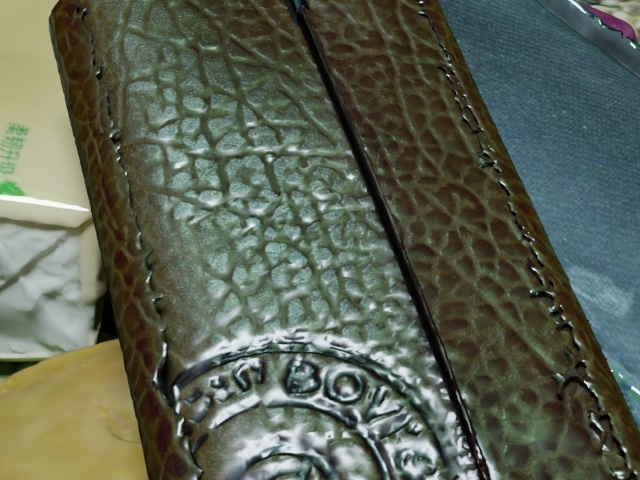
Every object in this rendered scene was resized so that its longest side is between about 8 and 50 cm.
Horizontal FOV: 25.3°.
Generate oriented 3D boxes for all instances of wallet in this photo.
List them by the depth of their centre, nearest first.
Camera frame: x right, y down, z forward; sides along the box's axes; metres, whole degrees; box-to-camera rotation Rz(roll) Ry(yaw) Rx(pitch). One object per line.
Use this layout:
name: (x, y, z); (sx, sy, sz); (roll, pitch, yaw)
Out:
wallet: (0.000, 0.000, 0.419); (0.133, 0.039, 0.243); (-12, 53, -7)
wallet: (0.095, -0.007, 0.536); (0.237, 0.075, 0.342); (-20, 51, -43)

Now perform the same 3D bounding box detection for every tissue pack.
tissue pack: (-0.161, -0.048, 0.583); (0.186, 0.090, 0.222); (6, 35, -2)

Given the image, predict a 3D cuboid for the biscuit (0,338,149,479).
biscuit: (-0.061, 0.130, 0.372); (0.275, 0.052, 0.355); (23, 39, 24)

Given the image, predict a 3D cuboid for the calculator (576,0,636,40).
calculator: (0.070, -0.123, 0.778); (0.190, 0.034, 0.126); (22, 36, 22)
